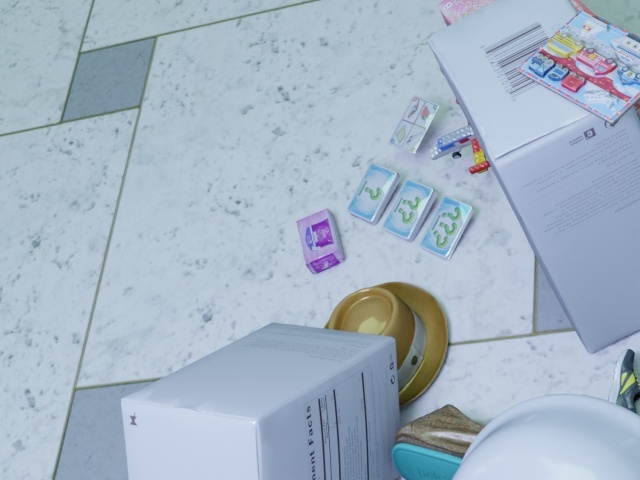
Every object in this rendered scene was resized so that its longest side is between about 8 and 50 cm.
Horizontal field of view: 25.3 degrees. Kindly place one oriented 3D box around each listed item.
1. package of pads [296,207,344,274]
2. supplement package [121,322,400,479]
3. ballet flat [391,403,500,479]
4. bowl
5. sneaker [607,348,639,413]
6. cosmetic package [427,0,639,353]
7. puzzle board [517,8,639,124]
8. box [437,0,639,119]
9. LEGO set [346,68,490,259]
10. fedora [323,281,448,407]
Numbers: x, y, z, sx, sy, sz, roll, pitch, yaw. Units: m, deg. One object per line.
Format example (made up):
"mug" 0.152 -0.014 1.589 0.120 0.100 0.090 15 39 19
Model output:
"package of pads" 0.000 0.000 1.898 0.050 0.032 0.083 -24 48 12
"supplement package" -0.057 0.219 1.568 0.177 0.175 0.293 5 16 32
"ballet flat" 0.237 0.255 1.545 0.342 0.116 0.124 17 46 41
"bowl" 0.224 0.305 1.378 0.298 0.134 0.298 5 98 36
"sneaker" 0.345 0.162 1.596 0.035 0.031 0.083 10 65 18
"cosmetic package" 0.275 -0.073 1.567 0.156 0.385 0.217 -26 47 6
"puzzle board" 0.267 -0.172 1.379 0.096 0.011 0.128 -43 50 -11
"box" 0.295 -0.219 1.821 0.142 0.154 0.300 -35 48 1
"LEGO set" 0.146 -0.118 1.855 0.182 0.060 0.244 27 88 39
"fedora" 0.060 0.120 1.743 0.194 0.079 0.194 -15 51 19
